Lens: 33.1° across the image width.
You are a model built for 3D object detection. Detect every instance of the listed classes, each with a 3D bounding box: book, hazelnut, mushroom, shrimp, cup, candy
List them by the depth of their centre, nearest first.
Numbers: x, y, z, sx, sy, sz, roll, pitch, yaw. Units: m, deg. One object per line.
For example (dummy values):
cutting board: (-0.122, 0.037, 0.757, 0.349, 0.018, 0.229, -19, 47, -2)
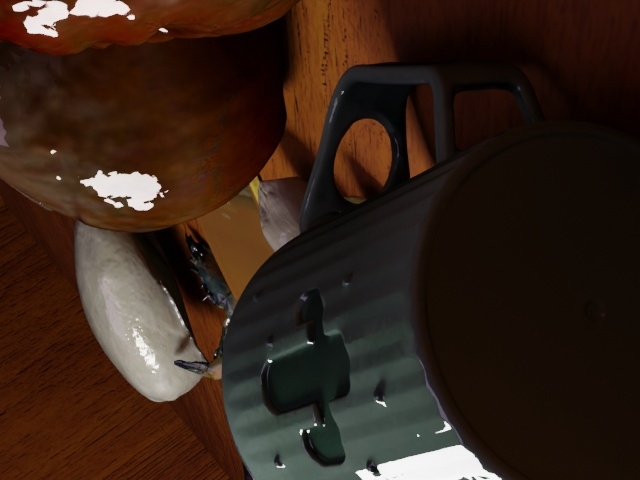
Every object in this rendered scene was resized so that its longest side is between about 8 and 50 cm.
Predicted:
cup: (0.087, 0.055, 0.855, 0.401, 0.310, 0.392, 53, 156, 0)
hazelnut: (-0.223, -0.204, 1.138, 0.359, 0.359, 0.409, 27, 138, 54)
mushroom: (0.001, -0.001, 1.285, 0.212, 0.088, 0.097, 40, 112, 25)
book: (-0.129, -0.031, 1.610, 0.262, 0.028, 0.374, 23, 141, 54)
shrimp: (-0.214, 0.127, 1.900, 0.262, 0.198, 0.051, 53, -161, 18)
candy: (-0.359, 0.103, 2.061, 0.386, 0.186, 0.427, -117, 8, -60)

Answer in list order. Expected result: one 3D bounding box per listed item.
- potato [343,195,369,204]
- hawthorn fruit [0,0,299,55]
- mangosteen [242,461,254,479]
potato: (0.049, -0.003, 1.191, 0.103, 0.096, 0.066, 60, -162, 19)
hawthorn fruit: (-0.162, -0.324, 0.748, 0.403, 0.403, 0.403, 47, 159, 23)
mangosteen: (0.058, 0.262, 1.332, 0.300, 0.300, 0.300, 47, 159, 23)
